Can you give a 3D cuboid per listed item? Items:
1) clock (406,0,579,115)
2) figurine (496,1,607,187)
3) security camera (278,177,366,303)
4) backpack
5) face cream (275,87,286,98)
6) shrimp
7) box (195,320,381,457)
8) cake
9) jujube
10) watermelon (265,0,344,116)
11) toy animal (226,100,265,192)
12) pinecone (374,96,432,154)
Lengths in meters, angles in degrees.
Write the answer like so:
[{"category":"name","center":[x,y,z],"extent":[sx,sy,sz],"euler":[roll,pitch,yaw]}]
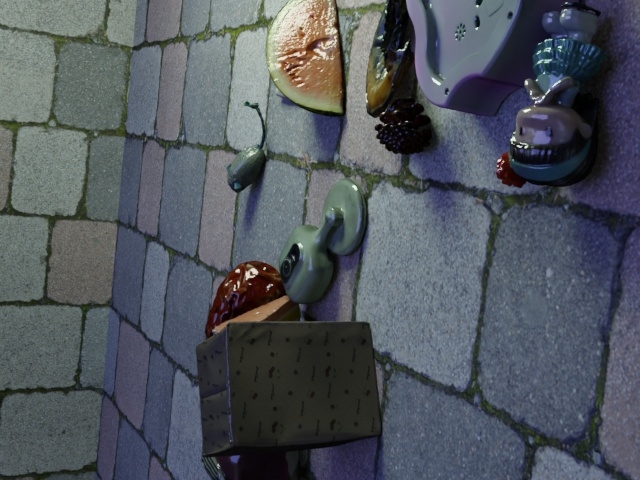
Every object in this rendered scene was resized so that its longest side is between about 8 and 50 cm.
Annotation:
[{"category":"clock","center":[0.244,-0.370,1.344],"extent":[0.338,0.102,0.338],"euler":[-12,76,62]},{"category":"figurine","center":[0.318,-0.189,1.185],"extent":[0.138,0.110,0.245],"euler":[14,94,64]},{"category":"security camera","center":[0.000,0.000,1.802],"extent":[0.301,0.080,0.157],"euler":[-58,38,38]},{"category":"backpack","center":[-0.174,0.434,1.949],"extent":[0.317,0.197,0.283],"euler":[5,93,63]},{"category":"face cream","center":[-0.074,-0.343,2.032],"extent":[0.115,0.020,0.038],"euler":[25,109,59]},{"category":"shrimp","center":[0.133,-0.359,1.550],"extent":[0.222,0.054,0.290],"euler":[-124,48,-79]},{"category":"box","center":[-0.065,0.282,1.659],"extent":[0.190,0.297,0.225],"euler":[144,124,-59]},{"category":"cake","center":[-0.111,0.200,1.837],"extent":[0.090,0.225,0.109],"euler":[16,121,49]},{"category":"jujube","center":[-0.172,0.170,2.020],"extent":[0.250,0.174,0.174],"euler":[-65,33,16]},{"category":"watermelon","center":[-0.026,-0.383,1.893],"extent":[0.128,0.159,0.303],"euler":[55,-152,-70]},{"category":"toy animal","center":[-0.171,-0.219,2.141],"extent":[0.070,0.079,0.253],"euler":[43,129,29]},{"category":"pinecone","center":[0.143,-0.197,1.522],"extent":[0.109,0.102,0.102],"euler":[-93,22,-53]}]
